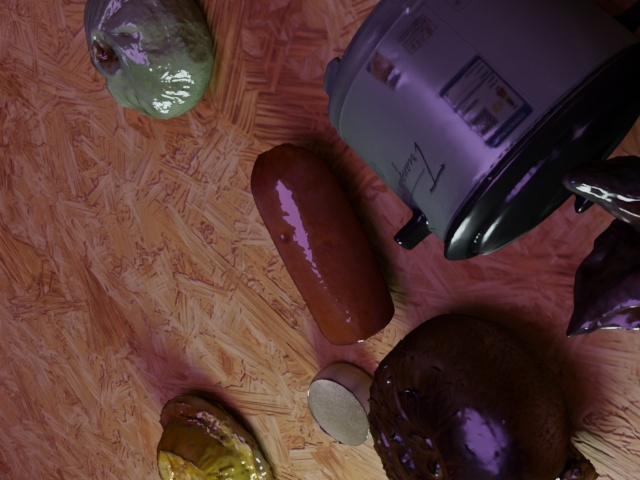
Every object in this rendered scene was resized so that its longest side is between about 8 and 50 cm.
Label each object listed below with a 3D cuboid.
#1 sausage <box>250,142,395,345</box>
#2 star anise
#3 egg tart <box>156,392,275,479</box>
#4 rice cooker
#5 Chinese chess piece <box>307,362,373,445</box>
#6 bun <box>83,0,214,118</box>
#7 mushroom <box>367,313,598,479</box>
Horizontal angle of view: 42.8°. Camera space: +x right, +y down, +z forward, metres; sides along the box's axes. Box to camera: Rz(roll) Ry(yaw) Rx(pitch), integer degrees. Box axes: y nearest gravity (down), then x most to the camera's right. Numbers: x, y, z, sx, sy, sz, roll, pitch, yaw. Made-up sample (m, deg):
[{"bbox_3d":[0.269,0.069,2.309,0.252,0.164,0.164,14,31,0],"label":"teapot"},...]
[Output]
[{"bbox_3d":[0.000,0.000,1.010,0.113,0.113,0.259,-11,110,47],"label":"sausage"},{"bbox_3d":[0.323,-0.016,0.606,0.331,0.118,0.332,-2,111,-4],"label":"star anise"},{"bbox_3d":[-0.202,0.416,1.489,0.288,0.118,0.288,22,131,27],"label":"egg tart"},{"bbox_3d":[0.149,-0.112,0.691,0.227,0.280,0.241,46,-176,16],"label":"rice cooker"},{"bbox_3d":[0.038,0.235,1.178,0.122,0.051,0.122,22,128,32],"label":"Chinese chess piece"},{"bbox_3d":[-0.233,-0.248,1.061,0.195,0.118,0.195,23,133,28],"label":"bun"},{"bbox_3d":[0.173,0.230,0.955,0.278,0.163,0.297,31,133,27],"label":"mushroom"}]
